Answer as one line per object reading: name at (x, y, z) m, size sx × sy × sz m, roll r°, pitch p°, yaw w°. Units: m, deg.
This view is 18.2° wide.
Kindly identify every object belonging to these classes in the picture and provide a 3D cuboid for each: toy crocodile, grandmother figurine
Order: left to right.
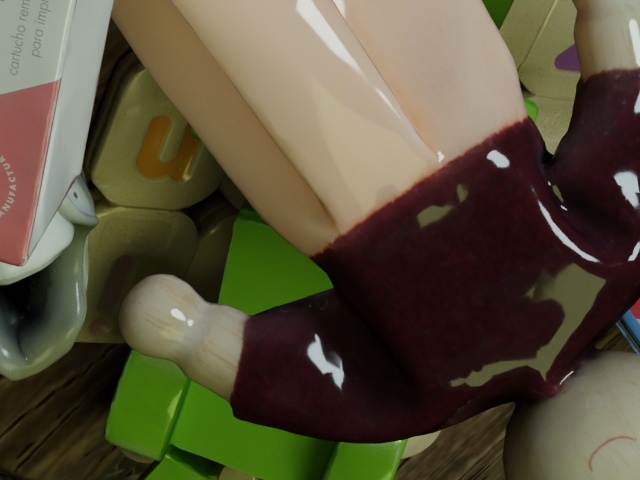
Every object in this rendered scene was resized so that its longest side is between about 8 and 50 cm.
toy crocodile at (0.000, 0.000, 0.766) m, size 0.115 × 0.105 × 0.341 m, roll 20°, pitch 117°, yaw 0°
grandmother figurine at (0.028, -0.015, 0.644) m, size 0.208 × 0.104 × 0.342 m, roll -35°, pitch 95°, yaw 17°

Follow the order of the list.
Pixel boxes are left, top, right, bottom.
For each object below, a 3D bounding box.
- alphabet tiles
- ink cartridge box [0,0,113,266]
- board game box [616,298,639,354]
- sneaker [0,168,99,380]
alphabet tiles at (0.025, -0.013, 0.854) m, size 0.284 × 0.021 × 0.278 m, roll 3°, pitch 126°, yaw -31°
ink cartridge box at (-0.162, -0.079, 0.575) m, size 0.198 × 0.067 × 0.115 m, roll 15°, pitch 118°, yaw 2°
board game box at (0.339, 0.044, 1.036) m, size 0.308 × 0.086 × 0.302 m, roll -35°, pitch 138°, yaw 6°
sneaker at (-0.117, -0.044, 0.673) m, size 0.090 × 0.115 × 0.232 m, roll -24°, pitch 138°, yaw -7°
